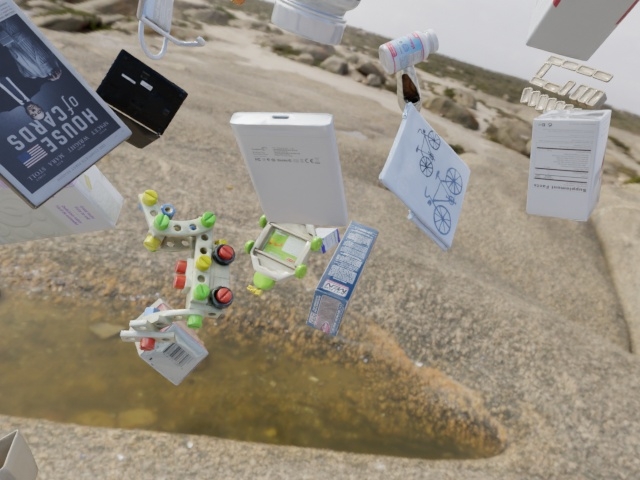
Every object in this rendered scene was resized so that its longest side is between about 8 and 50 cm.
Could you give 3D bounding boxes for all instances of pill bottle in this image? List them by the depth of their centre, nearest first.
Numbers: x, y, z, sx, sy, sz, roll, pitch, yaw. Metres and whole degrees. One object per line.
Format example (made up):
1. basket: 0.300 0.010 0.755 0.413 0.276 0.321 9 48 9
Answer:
1. pill bottle: 0.022 -0.697 1.148 0.224 0.392 0.224 16 29 -9
2. pill bottle: 0.258 -0.555 1.397 0.160 0.087 0.087 -24 30 -3

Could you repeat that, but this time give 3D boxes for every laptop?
1. laptop: -0.610 -0.445 1.552 0.234 0.264 0.136 30 9 -37

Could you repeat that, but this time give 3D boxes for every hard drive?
1. hard drive: -0.063 -0.165 1.192 0.233 0.353 0.047 4 54 14

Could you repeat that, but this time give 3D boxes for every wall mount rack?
1. wall mount rack: -0.379 -0.635 1.168 0.131 0.349 0.304 7 3 15

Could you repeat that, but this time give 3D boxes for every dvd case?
1. dvd case: -0.409 -0.188 0.650 0.030 0.238 0.179 -11 34 53

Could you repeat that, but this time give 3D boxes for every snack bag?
1. snack bag: 0.312 -0.187 1.410 0.343 0.323 0.037 39 -32 -27

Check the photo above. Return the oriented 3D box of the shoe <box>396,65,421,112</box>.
1. shoe: 0.281 -0.469 1.532 0.077 0.219 0.058 -11 52 13

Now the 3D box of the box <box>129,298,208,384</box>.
1. box: -0.445 0.288 1.397 0.148 0.127 0.232 51 -13 -27

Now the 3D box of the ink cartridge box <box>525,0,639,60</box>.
1. ink cartridge box: 0.628 -0.662 1.082 0.161 0.384 0.279 16 -18 4

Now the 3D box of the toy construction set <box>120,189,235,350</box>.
1. toy construction set: -0.297 0.067 1.001 0.215 0.327 0.151 14 -21 -26

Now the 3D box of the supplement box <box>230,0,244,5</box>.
1. supplement box: -0.341 -0.842 1.518 0.234 0.078 0.080 14 -8 -31

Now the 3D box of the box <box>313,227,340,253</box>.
1. box: 0.000 0.000 2.199 0.126 0.072 0.137 3 27 42

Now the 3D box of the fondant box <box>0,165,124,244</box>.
1. fondant box: -0.653 -0.110 1.058 0.331 0.238 0.096 -8 53 11

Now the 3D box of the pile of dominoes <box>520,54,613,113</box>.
1. pile of dominoes: 0.798 -0.486 1.569 0.040 0.196 0.251 31 11 -46

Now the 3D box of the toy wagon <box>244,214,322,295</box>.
1. toy wagon: -0.161 0.055 1.809 0.267 0.344 0.068 23 -12 26

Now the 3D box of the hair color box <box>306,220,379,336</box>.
1. hair color box: 0.075 0.112 1.513 0.105 0.173 0.347 21 43 9

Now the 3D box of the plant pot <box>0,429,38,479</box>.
1. plant pot: -0.615 0.458 0.923 0.109 0.096 0.109 -30 26 -7

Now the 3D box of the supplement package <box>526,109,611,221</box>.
1. supplement package: 0.740 -0.230 1.433 0.175 0.292 0.178 12 29 36
